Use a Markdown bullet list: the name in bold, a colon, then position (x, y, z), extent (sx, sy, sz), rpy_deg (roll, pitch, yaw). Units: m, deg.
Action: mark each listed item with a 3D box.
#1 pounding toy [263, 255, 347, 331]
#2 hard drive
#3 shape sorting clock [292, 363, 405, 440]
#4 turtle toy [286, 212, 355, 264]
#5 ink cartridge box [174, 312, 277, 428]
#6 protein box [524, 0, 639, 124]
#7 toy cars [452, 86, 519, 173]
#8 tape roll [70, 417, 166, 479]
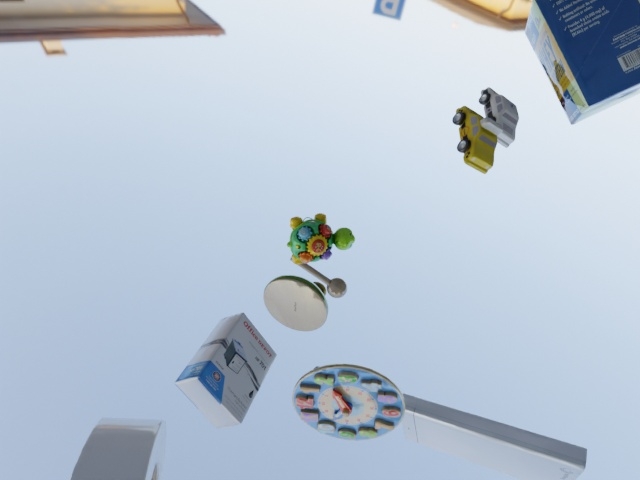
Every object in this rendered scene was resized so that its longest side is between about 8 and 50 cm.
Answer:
- **pounding toy**: position (-0.040, 0.128, 1.165), extent (0.183, 0.237, 0.110), rpy_deg (35, -141, -4)
- **hard drive**: position (0.358, 0.448, 0.956), extent (0.353, 0.233, 0.047), rpy_deg (10, -126, 23)
- **shape sorting clock**: position (0.049, 0.300, 0.786), extent (0.206, 0.206, 0.040), rpy_deg (17, -146, 3)
- **turtle toy**: position (0.000, 0.000, 0.813), extent (0.130, 0.095, 0.066), rpy_deg (-10, -160, -19)
- **ink cartridge box**: position (-0.192, 0.270, 0.918), extent (0.140, 0.082, 0.191), rpy_deg (55, -146, -18)
- **protein box**: position (0.487, -0.341, 0.720), extent (0.201, 0.199, 0.136), rpy_deg (67, -161, 7)
- **toy cars**: position (0.469, -0.321, 1.175), extent (0.176, 0.087, 0.393), rpy_deg (53, -133, -3)
- **tape roll**: position (-0.317, 0.429, 0.673), extent (0.100, 0.286, 0.286), rpy_deg (7, -136, -12)
